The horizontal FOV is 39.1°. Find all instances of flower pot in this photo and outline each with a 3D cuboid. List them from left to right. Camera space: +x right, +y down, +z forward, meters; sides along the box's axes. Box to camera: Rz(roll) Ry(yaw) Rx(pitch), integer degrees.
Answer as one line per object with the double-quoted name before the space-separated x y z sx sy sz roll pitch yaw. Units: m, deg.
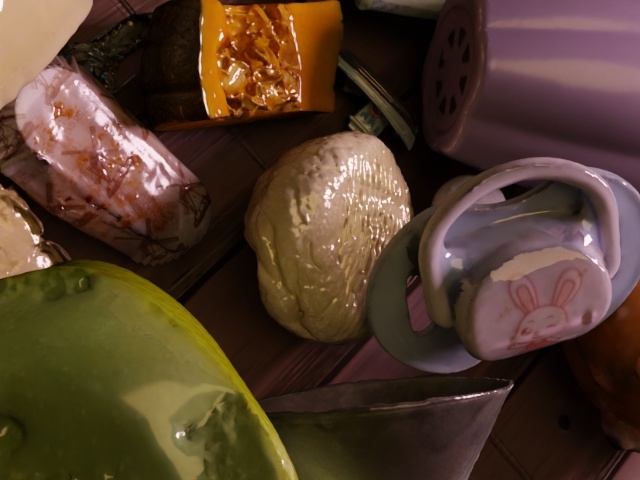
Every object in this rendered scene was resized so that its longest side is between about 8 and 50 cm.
"flower pot" 0.248 -0.162 0.967 0.243 0.265 0.265 4 76 -15

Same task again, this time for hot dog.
"hot dog" -0.198 -0.066 0.838 0.252 0.069 0.131 41 67 -36

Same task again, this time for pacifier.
"pacifier" 0.167 0.001 0.885 0.287 0.226 0.239 -19 123 -5

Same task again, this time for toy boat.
"toy boat" 0.053 -0.151 1.013 0.140 0.059 0.066 43 94 -9

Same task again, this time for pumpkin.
"pumpkin" -0.087 -0.179 0.909 0.248 0.125 0.131 -11 95 -53

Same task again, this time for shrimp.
"shrimp" -0.223 -0.164 0.899 0.174 0.076 0.082 -52 141 -29

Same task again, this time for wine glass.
"wine glass" 0.070 0.331 0.804 0.267 0.267 0.406 -6 85 -25

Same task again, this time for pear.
"pear" -0.186 0.168 0.678 0.342 0.239 0.318 -7 65 -3

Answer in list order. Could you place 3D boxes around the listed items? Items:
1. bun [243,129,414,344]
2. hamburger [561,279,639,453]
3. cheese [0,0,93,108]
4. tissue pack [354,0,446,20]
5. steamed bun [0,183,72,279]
"bun" 0.000 0.000 0.905 0.220 0.134 0.221 -6 98 -54
"hamburger" 0.383 0.105 0.987 0.236 0.276 0.277 -25 89 -25
"cheese" -0.359 -0.166 0.736 0.242 0.124 0.266 23 63 25
"tissue pack" 0.167 -0.396 0.981 0.227 0.311 0.128 2 37 -23
"steamed bun" -0.327 0.028 0.777 0.177 0.106 0.192 -43 105 -30
